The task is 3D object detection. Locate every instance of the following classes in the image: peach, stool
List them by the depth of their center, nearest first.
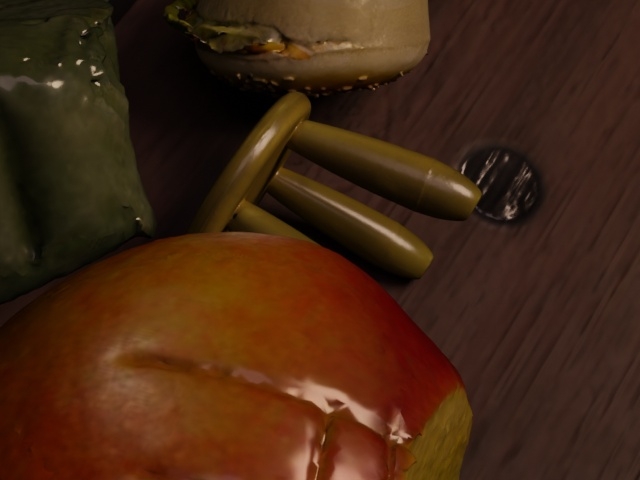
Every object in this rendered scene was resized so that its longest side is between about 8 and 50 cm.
[{"bbox_3d":[-0.061,0.143,0.561,0.245,0.249,0.275,-8,38,23],"label":"peach"},{"bbox_3d":[0.000,0.000,0.715,0.110,0.134,0.135,32,18,2],"label":"stool"}]

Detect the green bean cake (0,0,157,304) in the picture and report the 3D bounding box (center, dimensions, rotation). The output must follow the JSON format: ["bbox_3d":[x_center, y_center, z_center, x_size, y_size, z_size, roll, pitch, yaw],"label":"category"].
[{"bbox_3d":[-0.195,-0.043,0.636,0.227,0.222,0.125,-16,114,-16],"label":"green bean cake"}]

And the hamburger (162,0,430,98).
[{"bbox_3d":[-0.011,-0.117,0.764,0.141,0.126,0.082,2,105,-27],"label":"hamburger"}]
